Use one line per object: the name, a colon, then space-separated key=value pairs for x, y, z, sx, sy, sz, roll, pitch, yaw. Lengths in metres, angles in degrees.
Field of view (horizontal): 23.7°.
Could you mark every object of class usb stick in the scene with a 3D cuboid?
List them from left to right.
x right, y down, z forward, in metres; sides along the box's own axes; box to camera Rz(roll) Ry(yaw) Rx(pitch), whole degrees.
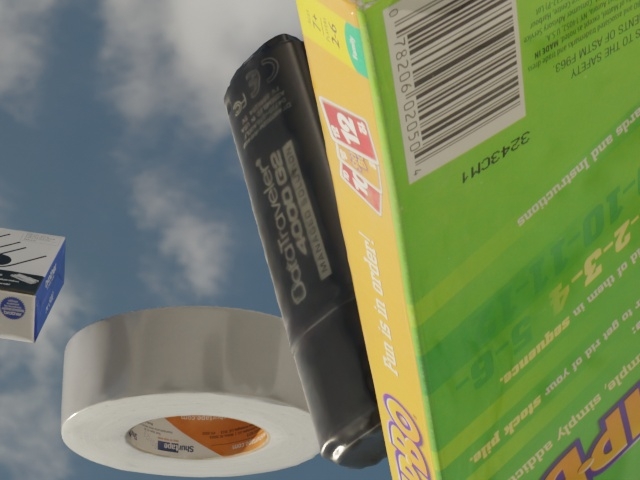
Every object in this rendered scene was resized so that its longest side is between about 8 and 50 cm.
usb stick: x=0.000 y=0.000 z=0.882 sx=0.045 sy=0.077 sz=0.278 roll=17 pitch=-136 yaw=-41

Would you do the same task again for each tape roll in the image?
tape roll: x=-0.098 y=0.126 z=1.227 sx=0.219 sy=0.219 sz=0.072 roll=19 pitch=-122 yaw=-34

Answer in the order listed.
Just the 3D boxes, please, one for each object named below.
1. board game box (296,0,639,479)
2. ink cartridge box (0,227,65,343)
board game box: x=0.069 y=0.007 z=0.435 sx=0.124 sy=0.039 sz=0.259 roll=-31 pitch=-46 yaw=-20
ink cartridge box: x=-0.306 y=0.022 z=1.157 sx=0.207 sy=0.097 sz=0.046 roll=7 pitch=-63 yaw=1
